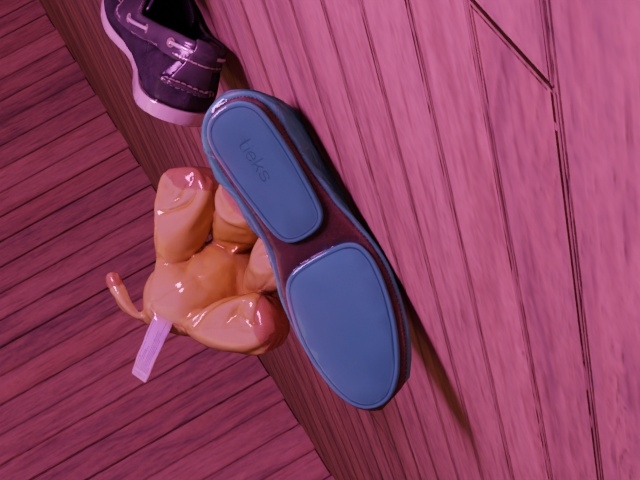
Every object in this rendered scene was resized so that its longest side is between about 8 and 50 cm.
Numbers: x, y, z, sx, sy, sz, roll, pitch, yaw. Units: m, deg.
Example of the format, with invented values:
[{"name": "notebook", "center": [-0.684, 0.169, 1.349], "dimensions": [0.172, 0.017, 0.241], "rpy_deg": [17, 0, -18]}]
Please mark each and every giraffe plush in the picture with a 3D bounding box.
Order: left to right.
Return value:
[{"name": "giraffe plush", "center": [-0.071, 0.037, 1.403], "dimensions": [0.181, 0.210, 0.170], "rpy_deg": [47, -159, 21]}]

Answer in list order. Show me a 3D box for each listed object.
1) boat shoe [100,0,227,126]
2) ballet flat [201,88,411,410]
[{"name": "boat shoe", "center": [-0.129, -0.183, 1.286], "dimensions": [0.233, 0.084, 0.079], "rpy_deg": [-118, 42, -52]}, {"name": "ballet flat", "center": [0.000, 0.000, 1.080], "dimensions": [0.247, 0.083, 0.087], "rpy_deg": [62, -163, -7]}]
